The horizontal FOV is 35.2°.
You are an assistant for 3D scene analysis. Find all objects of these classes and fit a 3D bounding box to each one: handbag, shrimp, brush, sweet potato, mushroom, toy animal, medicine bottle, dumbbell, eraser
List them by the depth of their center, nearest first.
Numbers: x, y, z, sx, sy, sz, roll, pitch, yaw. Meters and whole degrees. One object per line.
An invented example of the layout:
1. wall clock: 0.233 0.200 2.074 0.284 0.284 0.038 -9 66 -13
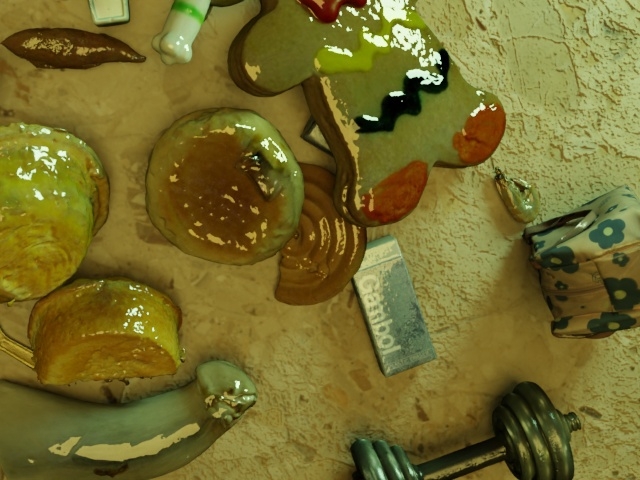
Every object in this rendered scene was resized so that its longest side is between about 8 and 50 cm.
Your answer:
1. toy animal: -0.126 -0.418 1.421 0.180 0.181 0.363 7 97 -1
2. medicine bottle: -0.300 -0.342 1.430 0.055 0.118 0.074 -11 102 -7
3. sweet potato: -0.357 -0.277 1.466 0.206 0.060 0.068 2 136 -10
4. mushroom: -0.291 0.284 1.533 0.397 0.126 0.177 -5 93 -5
5. brush: -0.473 0.163 1.540 0.205 0.011 0.083 34 92 -13
6. handbag: 0.422 0.037 1.544 0.193 0.251 0.190 -15 102 11
7. dumbbell: 0.221 0.352 1.594 0.406 0.179 0.179 -19 102 -6
8. eraser: 0.109 0.106 1.602 0.092 0.046 0.212 -21 102 -5
9. shrimp: 0.318 -0.078 1.619 0.059 0.023 0.108 -32 102 -12

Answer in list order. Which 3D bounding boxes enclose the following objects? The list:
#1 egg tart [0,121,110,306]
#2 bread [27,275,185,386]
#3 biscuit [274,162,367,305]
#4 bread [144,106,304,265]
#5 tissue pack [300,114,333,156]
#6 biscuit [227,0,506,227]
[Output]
1. egg tart: -0.422 -0.015 1.388 0.319 0.128 0.319 -26 140 -24
2. bread: -0.310 0.129 1.471 0.229 0.143 0.139 -4 142 -16
3. biscuit: 0.000 0.000 1.552 0.144 0.033 0.224 12 101 17
4. bread: -0.138 -0.086 1.480 0.244 0.134 0.244 -1 111 -2
5. tissue pack: 0.063 -0.168 1.550 0.156 0.051 0.112 30 91 -12
6. biscuit: 0.077 -0.234 1.468 0.368 0.076 0.394 -35 103 -24
